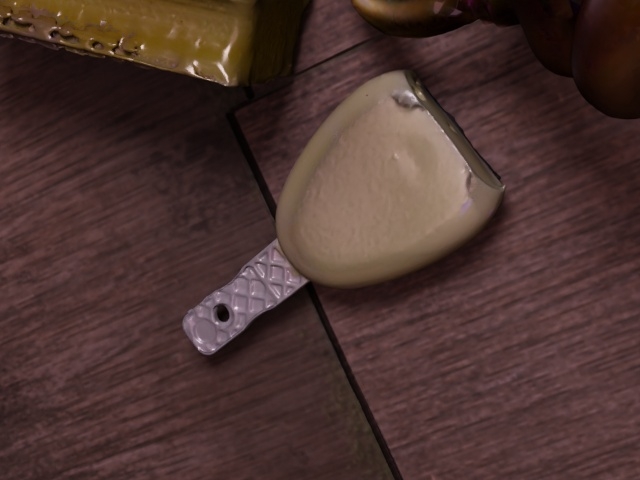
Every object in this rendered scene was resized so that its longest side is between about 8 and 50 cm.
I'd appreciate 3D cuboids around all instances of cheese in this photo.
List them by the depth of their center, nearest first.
[{"bbox_3d":[0.000,0.000,0.750,0.251,0.054,0.127,-39,86,18],"label":"cheese"}]

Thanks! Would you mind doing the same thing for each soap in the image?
[{"bbox_3d":[-0.134,-0.161,0.710,0.233,0.135,0.076,13,104,12],"label":"soap"}]

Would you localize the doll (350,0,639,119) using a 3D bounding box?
[{"bbox_3d":[0.140,-0.220,0.553,0.340,0.209,0.318,39,110,30],"label":"doll"}]
